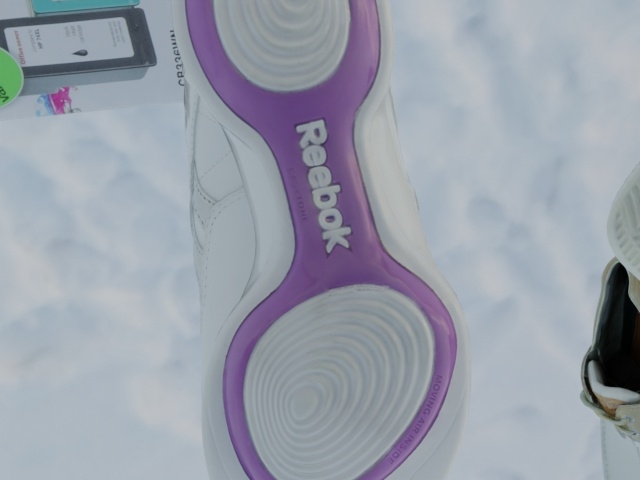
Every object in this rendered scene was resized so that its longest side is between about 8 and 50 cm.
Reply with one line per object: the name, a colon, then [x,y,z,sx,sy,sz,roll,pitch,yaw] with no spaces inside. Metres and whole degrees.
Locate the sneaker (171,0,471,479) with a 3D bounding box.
sneaker: [0.000,0.000,0.712,0.114,0.305,0.152,-4,-179,-2]

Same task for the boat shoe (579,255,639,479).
boat shoe: [0.289,0.128,1.468,0.103,0.113,0.302,-16,117,-34]

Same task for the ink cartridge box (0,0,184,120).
ink cartridge box: [-0.148,-0.209,0.948,0.270,0.197,0.198,-6,134,0]

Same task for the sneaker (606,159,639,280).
sneaker: [0.323,-0.110,1.023,0.350,0.131,0.148,-48,173,39]
